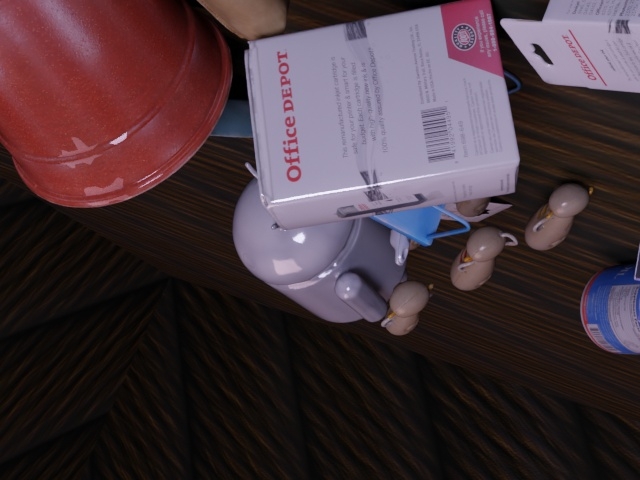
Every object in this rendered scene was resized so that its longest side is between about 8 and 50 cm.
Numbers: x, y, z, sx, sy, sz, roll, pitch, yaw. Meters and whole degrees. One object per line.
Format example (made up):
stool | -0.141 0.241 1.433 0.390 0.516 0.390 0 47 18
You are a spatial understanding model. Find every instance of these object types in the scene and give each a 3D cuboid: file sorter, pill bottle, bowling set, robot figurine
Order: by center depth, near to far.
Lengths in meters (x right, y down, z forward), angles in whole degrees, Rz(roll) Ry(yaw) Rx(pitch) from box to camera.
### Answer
file sorter | 0.109 -0.100 1.030 0.118 0.170 0.104 27 164 -20
bowling set | 0.152 -0.033 1.252 0.200 0.287 0.154 54 168 14
pill bottle | 0.444 0.087 1.346 0.124 0.124 0.221 26 168 -16
robot figurine | 0.000 0.000 1.599 0.300 0.200 0.353 50 -172 37

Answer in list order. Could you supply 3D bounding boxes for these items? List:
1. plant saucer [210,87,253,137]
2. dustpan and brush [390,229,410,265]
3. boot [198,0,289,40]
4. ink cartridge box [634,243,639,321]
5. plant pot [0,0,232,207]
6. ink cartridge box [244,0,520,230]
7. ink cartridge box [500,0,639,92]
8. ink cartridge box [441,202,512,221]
plant saucer | -0.197 -0.175 1.304 0.317 0.044 0.317 9 -168 -2
dustpan and brush | 0.085 -0.073 1.114 0.060 0.211 0.147 1 158 35
boot | -0.101 -0.244 0.845 0.269 0.089 0.236 40 -165 -51
ink cartridge box | 0.391 0.010 0.936 0.206 0.208 0.045 15 -158 33
plant pot | -0.265 -0.216 1.042 0.272 0.272 0.265 16 159 29
ink cartridge box | 0.053 -0.107 0.918 0.218 0.159 0.092 -9 164 6
ink cartridge box | 0.239 -0.159 0.780 0.180 0.060 0.104 13 166 38
ink cartridge box | 0.158 -0.067 1.448 0.179 0.045 0.145 6 170 -10
